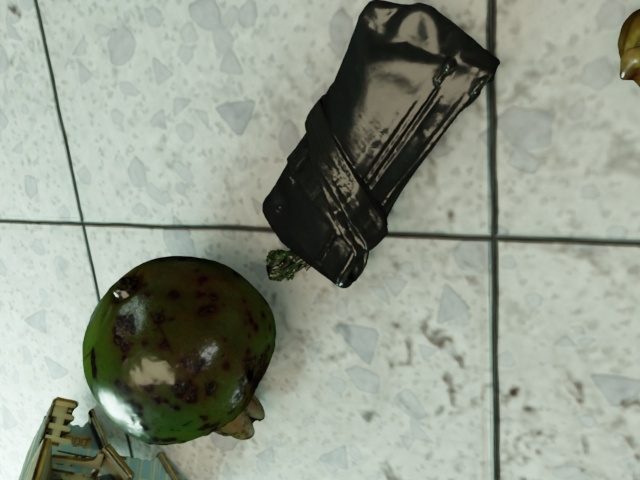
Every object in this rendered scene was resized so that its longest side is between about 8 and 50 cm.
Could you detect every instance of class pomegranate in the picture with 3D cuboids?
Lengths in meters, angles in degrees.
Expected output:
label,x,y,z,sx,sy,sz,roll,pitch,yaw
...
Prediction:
label,x,y,z,sx,sy,sz,roll,pitch,yaw
pomegranate,-0.133,0.127,0.612,0.202,0.202,0.248,-9,133,28

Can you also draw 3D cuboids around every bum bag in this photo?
label,x,y,z,sx,sy,sz,roll,pitch,yaw
bum bag,0.039,-0.079,0.509,0.123,0.060,0.248,41,113,14

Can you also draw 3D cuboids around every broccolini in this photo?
label,x,y,z,sx,sy,sz,roll,pitch,yaw
broccolini,0.000,0.000,0.586,0.139,0.030,0.035,-32,55,26

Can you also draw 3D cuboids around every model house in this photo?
label,x,y,z,sx,sy,sz,roll,pitch,yaw
model house,-0.279,0.347,0.748,0.206,0.271,0.178,23,118,-22

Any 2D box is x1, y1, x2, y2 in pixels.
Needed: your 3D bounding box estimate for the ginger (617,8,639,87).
label,x,y,z,sx,sy,sz,roll,pitch,yaw
ginger,0.303,-0.120,0.296,0.358,0.152,0.274,67,162,8
